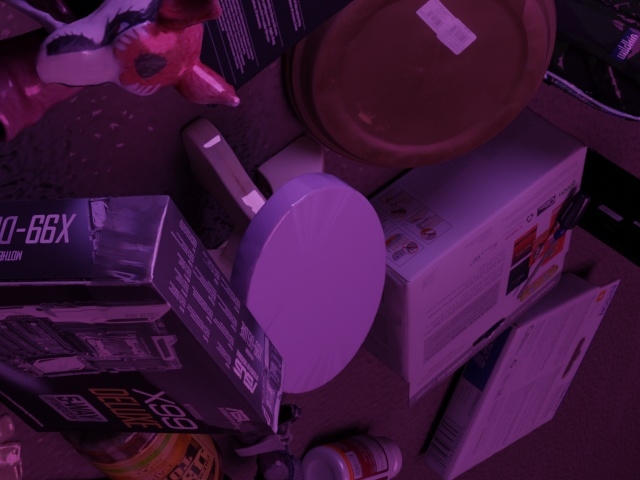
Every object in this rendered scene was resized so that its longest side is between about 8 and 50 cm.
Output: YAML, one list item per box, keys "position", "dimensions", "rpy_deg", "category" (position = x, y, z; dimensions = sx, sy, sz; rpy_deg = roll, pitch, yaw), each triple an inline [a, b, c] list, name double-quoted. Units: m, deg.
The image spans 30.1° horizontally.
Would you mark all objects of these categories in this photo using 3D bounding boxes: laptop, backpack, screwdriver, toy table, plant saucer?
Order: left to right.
- position: [-0.054, 0.013, 1.160]
  dimensions: [0.252, 0.161, 0.274]
  rpy_deg: [-31, 143, -30]
  category: "toy table"
- position: [0.102, -0.175, 1.158]
  dimensions: [0.277, 0.041, 0.278]
  rpy_deg: [-8, 132, -9]
  category: "plant saucer"
- position: [0.286, 0.006, 1.496]
  dimensions: [0.024, 0.025, 0.170]
  rpy_deg: [-10, 140, -51]
  category: "screwdriver"
- position: [0.283, -0.272, 1.255]
  dimensions: [0.253, 0.191, 0.225]
  rpy_deg: [22, 108, -18]
  category: "backpack"
- position: [0.435, -0.015, 1.707]
  dimensions: [0.264, 0.234, 0.137]
  rpy_deg: [-26, 140, -38]
  category: "laptop"

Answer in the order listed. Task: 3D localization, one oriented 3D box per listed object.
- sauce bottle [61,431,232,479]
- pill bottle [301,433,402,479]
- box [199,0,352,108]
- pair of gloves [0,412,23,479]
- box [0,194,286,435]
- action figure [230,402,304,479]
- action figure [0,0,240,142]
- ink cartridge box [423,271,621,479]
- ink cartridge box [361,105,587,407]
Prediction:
- position: [-0.168, 0.234, 1.293]
  dimensions: [0.111, 0.111, 0.344]
  rpy_deg: [-46, 149, -10]
  category: "sauce bottle"
- position: [0.047, 0.323, 1.697]
  dimensions: [0.152, 0.086, 0.086]
  rpy_deg: [-3, 125, -52]
  category: "pill bottle"
- position: [-0.071, -0.259, 0.906]
  dimensions: [0.184, 0.103, 0.261]
  rpy_deg: [-38, 147, -16]
  category: "box"
- position: [-0.344, 0.258, 0.998]
  dimensions: [0.204, 0.042, 0.240]
  rpy_deg: [-15, 114, -33]
  category: "pair of gloves"
- position: [-0.186, 0.073, 0.980]
  dimensions: [0.307, 0.242, 0.077]
  rpy_deg: [64, 30, -57]
  category: "box"
- position: [-0.055, 0.262, 1.426]
  dimensions: [0.099, 0.185, 0.285]
  rpy_deg: [-22, 140, -1]
  category: "action figure"
- position: [-0.156, -0.166, 0.629]
  dimensions: [0.275, 0.370, 0.248]
  rpy_deg: [-12, 135, -52]
  category: "action figure"
- position: [0.337, 0.212, 1.984]
  dimensions: [0.330, 0.071, 0.324]
  rpy_deg: [-18, 136, -47]
  category: "ink cartridge box"
- position: [0.173, 0.020, 1.499]
  dimensions: [0.309, 0.130, 0.272]
  rpy_deg: [-35, 146, -24]
  category: "ink cartridge box"
